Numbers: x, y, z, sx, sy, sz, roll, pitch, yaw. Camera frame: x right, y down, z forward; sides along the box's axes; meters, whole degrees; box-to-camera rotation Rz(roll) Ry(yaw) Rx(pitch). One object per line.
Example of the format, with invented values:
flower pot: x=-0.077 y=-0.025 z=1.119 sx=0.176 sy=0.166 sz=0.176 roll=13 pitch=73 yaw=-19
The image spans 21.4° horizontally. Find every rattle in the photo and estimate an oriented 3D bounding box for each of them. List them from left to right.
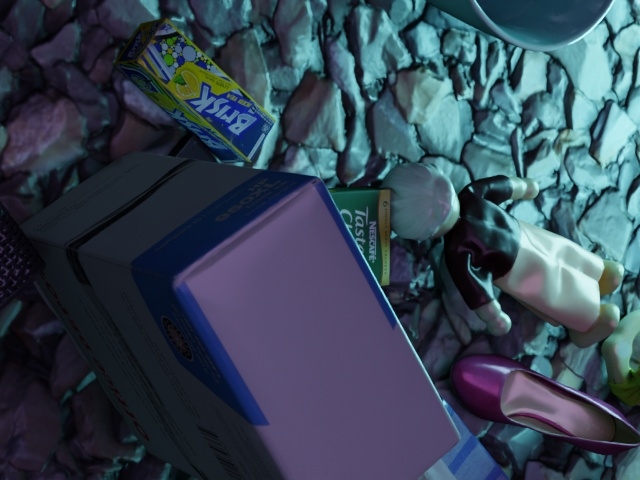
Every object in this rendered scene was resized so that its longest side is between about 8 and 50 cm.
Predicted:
rattle: x=0.461 y=0.130 z=2.120 sx=0.199 sy=0.143 sz=0.130 roll=-21 pitch=85 yaw=-27

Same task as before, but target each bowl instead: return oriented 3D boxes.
bowl: x=0.193 y=-0.368 z=1.887 sx=0.311 sy=0.163 sz=0.311 roll=-6 pitch=100 yaw=-40

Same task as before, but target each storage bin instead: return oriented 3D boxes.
storage bin: x=-0.356 y=0.044 z=1.545 sx=0.180 sy=0.122 sz=0.084 roll=-43 pitch=114 yaw=-26

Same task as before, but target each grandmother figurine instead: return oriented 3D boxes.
grandmother figurine: x=0.205 y=0.013 z=1.963 sx=0.342 sy=0.104 sz=0.208 roll=30 pitch=47 yaw=-29

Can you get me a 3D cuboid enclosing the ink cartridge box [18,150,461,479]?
ink cartridge box: x=-0.091 y=0.083 z=1.558 sx=0.166 sy=0.395 sz=0.285 roll=-37 pitch=113 yaw=-21

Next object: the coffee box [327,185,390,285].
coffee box: x=0.000 y=0.000 z=1.828 sx=0.184 sy=0.040 sz=0.113 roll=-3 pitch=96 yaw=-43

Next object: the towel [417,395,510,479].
towel: x=0.111 y=0.344 z=1.939 sx=0.285 sy=0.034 sz=0.209 roll=-50 pitch=118 yaw=-24

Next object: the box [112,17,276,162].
box: x=-0.128 y=-0.151 z=1.743 sx=0.169 sy=0.054 sz=0.059 roll=41 pitch=68 yaw=-28

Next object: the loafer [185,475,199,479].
loafer: x=-0.085 y=0.389 z=1.763 sx=0.111 sy=0.112 sz=0.319 roll=-17 pitch=93 yaw=-29

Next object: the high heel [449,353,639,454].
high heel: x=0.266 y=0.195 z=1.992 sx=0.244 sy=0.117 sz=0.082 roll=32 pitch=74 yaw=-32

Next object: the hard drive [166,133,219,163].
hard drive: x=-0.122 y=-0.031 z=1.769 sx=0.135 sy=0.022 sz=0.094 roll=49 pitch=65 yaw=-26
